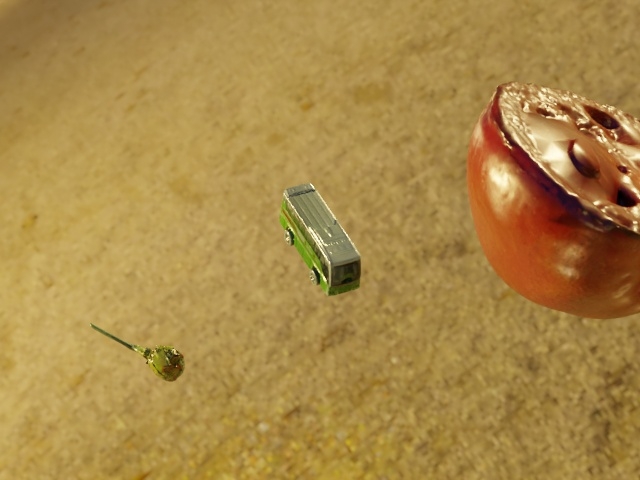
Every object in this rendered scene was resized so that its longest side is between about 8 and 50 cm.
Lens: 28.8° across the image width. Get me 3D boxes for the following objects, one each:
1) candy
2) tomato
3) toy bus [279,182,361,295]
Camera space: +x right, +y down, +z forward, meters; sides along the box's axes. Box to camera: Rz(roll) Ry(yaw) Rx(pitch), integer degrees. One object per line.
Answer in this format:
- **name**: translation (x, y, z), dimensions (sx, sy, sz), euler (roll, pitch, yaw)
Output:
- **candy**: translation (-0.194, 0.112, 1.304), dimensions (0.123, 0.035, 0.035), euler (21, 78, 24)
- **tomato**: translation (0.204, -0.020, 0.989), dimensions (0.139, 0.233, 0.200), euler (-57, 41, 30)
- **toy bus**: translation (0.000, 0.000, 0.873), dimensions (0.031, 0.037, 0.083), euler (-14, 47, -23)
